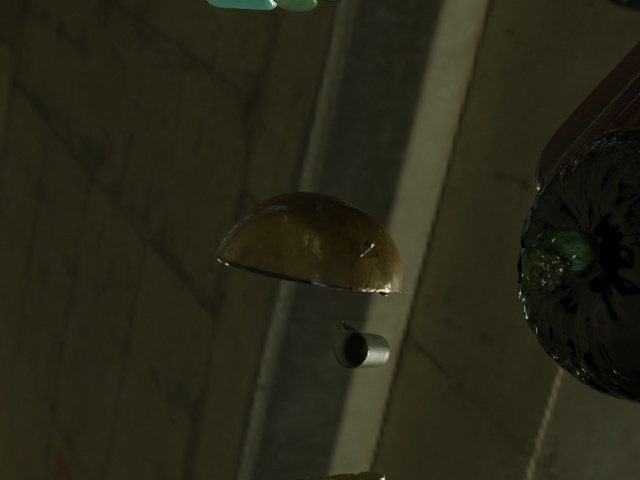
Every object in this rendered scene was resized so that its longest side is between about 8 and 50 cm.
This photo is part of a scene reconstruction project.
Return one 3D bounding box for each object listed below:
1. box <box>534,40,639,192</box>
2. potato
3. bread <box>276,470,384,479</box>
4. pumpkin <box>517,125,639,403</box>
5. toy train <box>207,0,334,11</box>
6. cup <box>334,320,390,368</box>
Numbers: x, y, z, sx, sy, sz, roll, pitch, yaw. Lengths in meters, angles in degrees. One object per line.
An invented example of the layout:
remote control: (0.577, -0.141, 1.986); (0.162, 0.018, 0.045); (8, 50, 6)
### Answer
box: (0.429, -0.145, 1.384); (0.404, 0.263, 0.108); (-50, -134, 21)
potato: (0.000, 0.000, 1.589); (0.239, 0.299, 0.116); (18, -83, 23)
bread: (0.000, 0.306, 1.103); (0.060, 0.139, 0.178); (-177, -95, -66)
pumpkin: (0.262, 0.018, 1.049); (0.248, 0.248, 0.248); (-8, -99, 61)
toy train: (-0.036, -0.278, 0.941); (0.163, 0.112, 0.203); (7, -106, 19)
cup: (0.054, 0.154, 1.740); (0.075, 0.083, 0.054); (24, -85, 28)
